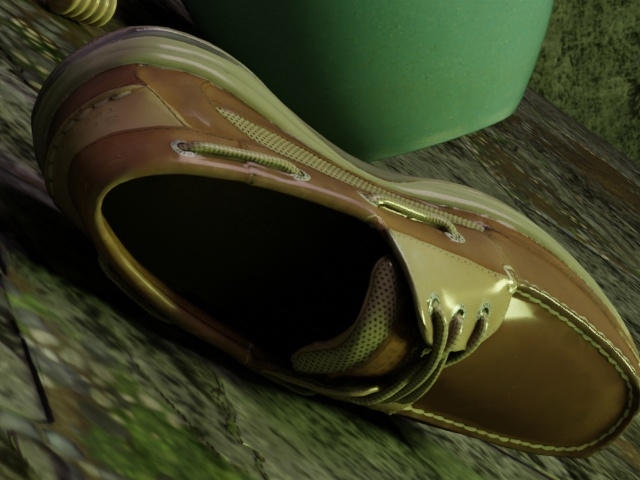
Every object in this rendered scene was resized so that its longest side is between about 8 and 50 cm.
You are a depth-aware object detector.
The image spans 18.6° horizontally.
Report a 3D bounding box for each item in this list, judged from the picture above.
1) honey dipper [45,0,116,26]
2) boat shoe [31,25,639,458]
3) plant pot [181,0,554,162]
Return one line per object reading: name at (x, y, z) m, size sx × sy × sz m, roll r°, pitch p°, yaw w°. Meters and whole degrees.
honey dipper at (-0.186, -0.163, 1.181) m, size 0.030 × 0.030 × 0.160 m, roll 46°, pitch 17°, yaw 34°
boat shoe at (0.015, 0.028, 0.871) m, size 0.324 × 0.123 × 0.116 m, roll 26°, pitch 23°, yaw -23°
plant pot at (0.048, -0.166, 1.396) m, size 0.290 × 0.290 × 0.195 m, roll -60°, pitch 134°, yaw -78°
